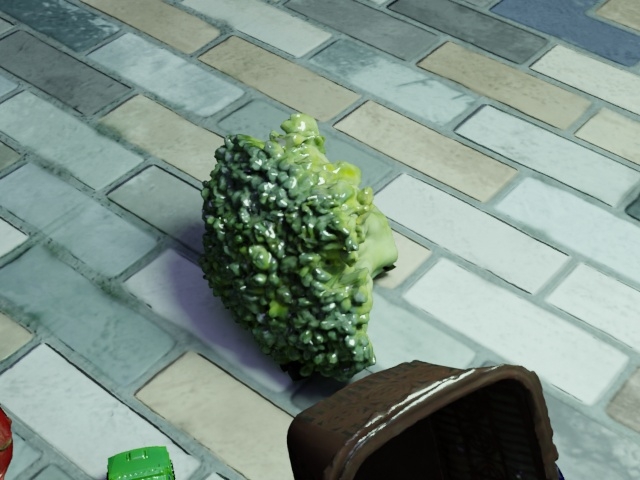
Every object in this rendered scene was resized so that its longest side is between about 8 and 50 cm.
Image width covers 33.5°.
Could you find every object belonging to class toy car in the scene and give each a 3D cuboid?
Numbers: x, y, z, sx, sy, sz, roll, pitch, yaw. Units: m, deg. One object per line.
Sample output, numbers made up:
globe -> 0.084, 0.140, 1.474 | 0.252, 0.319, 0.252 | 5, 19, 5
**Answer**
toy car -> -0.164, 0.259, 0.996 | 0.071, 0.062, 0.165 | -9, 44, -9

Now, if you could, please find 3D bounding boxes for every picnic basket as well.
picnic basket -> 0.083, 0.231, 0.876 | 0.222, 0.296, 0.129 | -24, 24, -24

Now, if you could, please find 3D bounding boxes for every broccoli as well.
broccoli -> 0.000, 0.000, 1.181 | 0.246, 0.288, 0.248 | -17, 6, -37

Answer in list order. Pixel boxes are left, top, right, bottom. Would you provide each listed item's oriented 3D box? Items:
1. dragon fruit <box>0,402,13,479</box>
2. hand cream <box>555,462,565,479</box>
dragon fruit -> -0.335, 0.224, 1.032 | 0.094, 0.094, 0.190 | -21, 72, -21
hand cream -> 0.158, 0.256, 1.025 | 0.163, 0.039, 0.062 | -19, 48, -11
